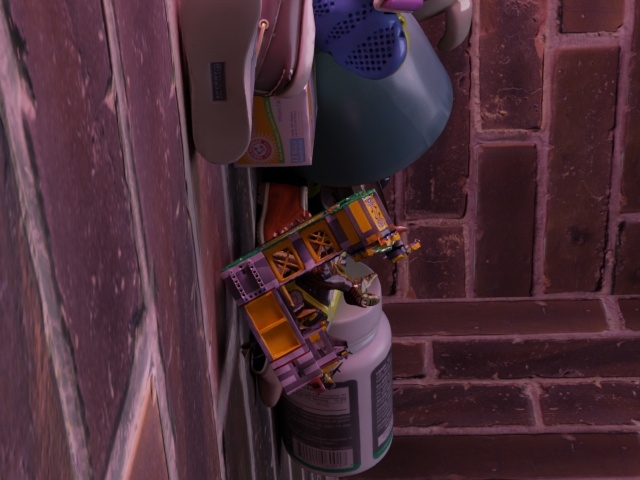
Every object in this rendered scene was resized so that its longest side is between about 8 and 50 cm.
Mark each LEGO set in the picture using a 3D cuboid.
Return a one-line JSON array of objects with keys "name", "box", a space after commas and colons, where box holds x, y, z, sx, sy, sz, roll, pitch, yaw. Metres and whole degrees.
[{"name": "LEGO set", "box": [0.015, 0.068, 1.538, 0.192, 0.255, 0.331, 62, -8, -3]}]

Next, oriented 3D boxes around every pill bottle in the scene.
[{"name": "pill bottle", "box": [0.023, 0.216, 2.140, 0.204, 0.204, 0.361, -88, 176, -51]}]

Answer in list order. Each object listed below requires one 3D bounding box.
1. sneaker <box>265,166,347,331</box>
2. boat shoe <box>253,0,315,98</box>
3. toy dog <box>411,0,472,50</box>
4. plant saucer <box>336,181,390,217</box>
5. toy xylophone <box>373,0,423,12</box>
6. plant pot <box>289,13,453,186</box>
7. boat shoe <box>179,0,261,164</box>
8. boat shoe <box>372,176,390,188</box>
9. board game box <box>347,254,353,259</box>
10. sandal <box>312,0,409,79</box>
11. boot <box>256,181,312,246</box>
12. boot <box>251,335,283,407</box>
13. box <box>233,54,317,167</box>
[{"name": "sneaker", "box": [0.000, 0.000, 2.006, 0.147, 0.145, 0.384, 41, 42, -46]}, {"name": "boat shoe", "box": [-0.068, -0.332, 1.478, 0.116, 0.097, 0.324, 9, -81, 48]}, {"name": "toy dog", "box": [0.074, -0.501, 2.137, 0.395, 0.408, 0.284, 48, 67, -25]}, {"name": "plant saucer", "box": [0.063, -0.078, 2.035, 0.198, 0.036, 0.198, -20, 90, -75]}, {"name": "toy xylophone", "box": [0.019, -0.437, 1.604, 0.236, 0.081, 0.322, 0, 53, -55]}, {"name": "plant pot", "box": [0.030, -0.268, 1.894, 0.235, 0.293, 0.293, 60, 24, -49]}, {"name": "boat shoe", "box": [-0.102, -0.193, 1.258, 0.081, 0.079, 0.227, -108, -161, -67]}, {"name": "boat shoe", "box": [0.018, -0.174, 2.169, 0.079, 0.254, 0.095, -47, 167, 33]}, {"name": "board game box", "box": [-0.007, -0.076, 2.279, 0.275, 0.144, 0.142, -89, 176, -48]}, {"name": "sandal", "box": [-0.015, -0.330, 1.643, 0.126, 0.317, 0.138, -44, -177, 29]}, {"name": "boot", "box": [-0.055, -0.018, 1.907, 0.059, 0.084, 0.158, 86, 5, -66]}, {"name": "boot", "box": [-0.081, 0.184, 1.799, 0.087, 0.042, 0.118, 17, 71, -80]}, {"name": "box", "box": [-0.061, -0.188, 1.667, 0.203, 0.103, 0.114, -86, 173, -62]}]
